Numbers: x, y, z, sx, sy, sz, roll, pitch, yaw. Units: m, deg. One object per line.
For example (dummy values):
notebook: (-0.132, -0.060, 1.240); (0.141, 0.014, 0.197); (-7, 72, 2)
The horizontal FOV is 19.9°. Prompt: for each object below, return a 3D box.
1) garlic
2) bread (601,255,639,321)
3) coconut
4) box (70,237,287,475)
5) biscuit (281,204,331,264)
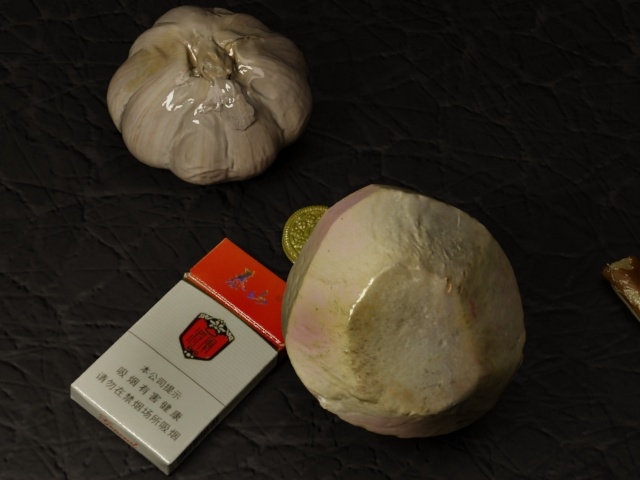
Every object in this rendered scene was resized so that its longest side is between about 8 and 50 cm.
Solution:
garlic: (-0.119, -0.165, 2.006); (0.228, 0.152, 0.228); (0, 52, -1)
bread: (0.346, 0.057, 1.983); (0.047, 0.036, 0.083); (-20, 60, -28)
coconut: (0.080, 0.071, 1.838); (0.259, 0.259, 0.259); (3, 57, -5)
box: (-0.127, 0.116, 1.889); (0.139, 0.035, 0.245); (37, 61, 17)
biscuit: (0.000, 0.000, 1.987); (0.084, 0.023, 0.084); (4, 58, -6)
